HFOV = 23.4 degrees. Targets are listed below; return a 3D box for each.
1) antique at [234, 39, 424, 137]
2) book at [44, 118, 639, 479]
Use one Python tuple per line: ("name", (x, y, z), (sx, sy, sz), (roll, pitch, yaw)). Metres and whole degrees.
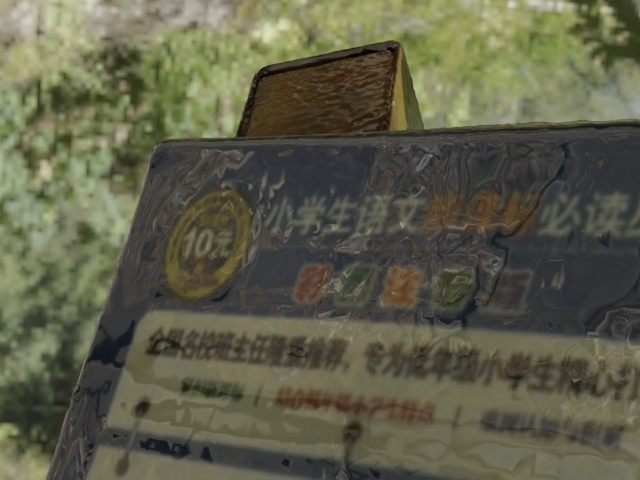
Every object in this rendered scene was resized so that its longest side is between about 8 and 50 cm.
("antique", (0.000, 0.000, 0.819), (0.310, 0.093, 0.087), (-79, 156, -59))
("book", (-0.008, 0.162, 0.458), (0.300, 0.039, 0.428), (3, -110, 44))
